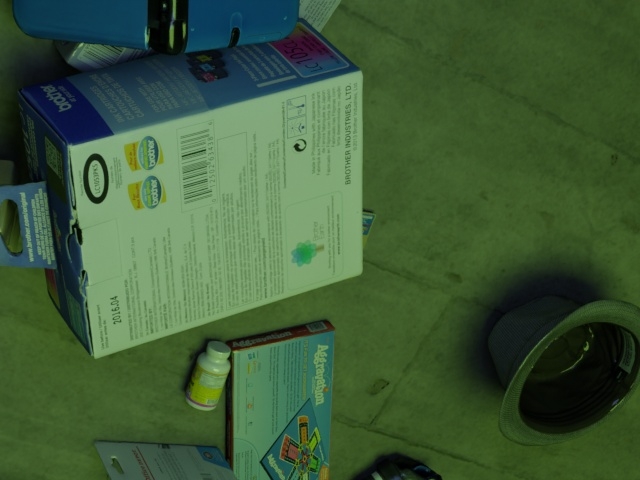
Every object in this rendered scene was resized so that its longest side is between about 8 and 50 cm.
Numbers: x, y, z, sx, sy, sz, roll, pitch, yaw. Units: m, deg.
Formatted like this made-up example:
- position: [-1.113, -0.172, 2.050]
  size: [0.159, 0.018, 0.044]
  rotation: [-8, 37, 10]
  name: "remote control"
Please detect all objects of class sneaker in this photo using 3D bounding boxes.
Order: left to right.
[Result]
- position: [0.140, 0.391, 2.197]
  size: [0.121, 0.079, 0.217]
  rotation: [-40, 127, 1]
  name: "sneaker"

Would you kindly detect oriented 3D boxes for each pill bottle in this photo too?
- position: [-0.139, 0.169, 1.940]
  size: [0.043, 0.043, 0.083]
  rotation: [7, 114, -31]
  name: "pill bottle"

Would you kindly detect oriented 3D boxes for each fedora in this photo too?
- position: [0.322, 0.158, 2.123]
  size: [0.275, 0.124, 0.243]
  rotation: [4, 119, -39]
  name: "fedora"

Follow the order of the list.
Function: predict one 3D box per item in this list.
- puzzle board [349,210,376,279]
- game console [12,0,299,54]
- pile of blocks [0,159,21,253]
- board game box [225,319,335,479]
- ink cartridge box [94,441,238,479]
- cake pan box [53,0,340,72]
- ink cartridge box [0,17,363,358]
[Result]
- position: [0.000, 0.000, 1.932]
  size: [0.128, 0.011, 0.096]
  rotation: [7, 114, -31]
  name: "puzzle board"
- position: [-0.162, -0.348, 1.554]
  size: [0.250, 0.173, 0.293]
  rotation: [-14, 115, -39]
  name: "game console"
- position: [-0.456, -0.090, 1.597]
  size: [0.362, 0.149, 0.112]
  rotation: [31, 58, -46]
  name: "pile of blocks"
- position: [-0.055, 0.241, 2.039]
  size: [0.145, 0.027, 0.281]
  rotation: [-10, 123, -21]
  name: "board game box"
- position: [-0.200, 0.311, 1.956]
  size: [0.180, 0.104, 0.060]
  rotation: [8, 115, -30]
  name: "ink cartridge box"
- position: [-0.123, -0.250, 1.681]
  size: [0.246, 0.070, 0.267]
  rotation: [26, 104, -34]
  name: "cake pan box"
- position: [-0.157, -0.051, 1.636]
  size: [0.396, 0.151, 0.270]
  rotation: [-18, 127, -24]
  name: "ink cartridge box"
